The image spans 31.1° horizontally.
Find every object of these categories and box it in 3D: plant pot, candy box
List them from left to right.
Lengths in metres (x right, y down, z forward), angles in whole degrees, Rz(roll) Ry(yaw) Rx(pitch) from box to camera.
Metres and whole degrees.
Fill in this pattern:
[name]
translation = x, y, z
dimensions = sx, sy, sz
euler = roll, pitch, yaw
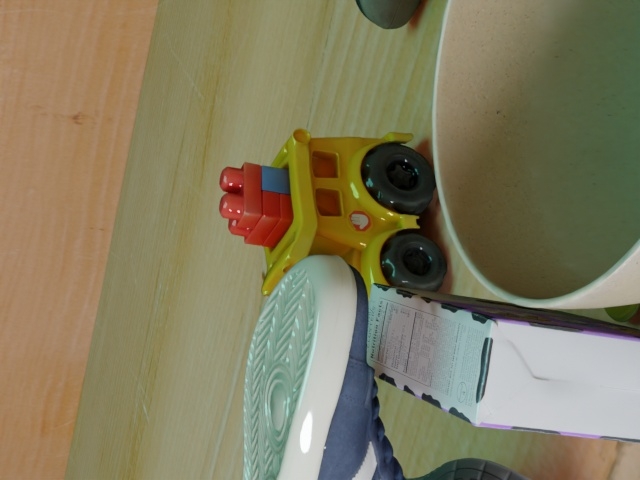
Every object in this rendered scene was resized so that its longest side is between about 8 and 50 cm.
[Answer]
[candy box]
translation = 0.140, 0.083, 0.803
dimensions = 0.196, 0.165, 0.070
euler = -168, 87, -70
[plant pot]
translation = 0.209, -0.095, 0.640
dimensions = 0.284, 0.191, 0.284
euler = -173, 90, -69

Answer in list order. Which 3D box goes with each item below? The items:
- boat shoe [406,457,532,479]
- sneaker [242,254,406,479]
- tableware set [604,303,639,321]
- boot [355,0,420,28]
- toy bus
[boat shoe]
translation = 0.117, 0.251, 0.934
dimensions = 0.320, 0.103, 0.118
euler = -25, 41, 60
[sneaker]
translation = 0.025, 0.175, 0.811
dimensions = 0.131, 0.148, 0.350
euler = -127, 40, -63
[tableware set]
translation = 0.215, 0.009, 0.835
dimensions = 0.154, 0.024, 0.104
euler = 158, 113, -66
[boot]
translation = 0.111, -0.286, 1.127
dimensions = 0.161, 0.083, 0.246
euler = -114, 35, -44
[toy bus]
translation = 0.000, 0.000, 1.140
dimensions = 0.149, 0.211, 0.220
euler = 130, 140, -53
